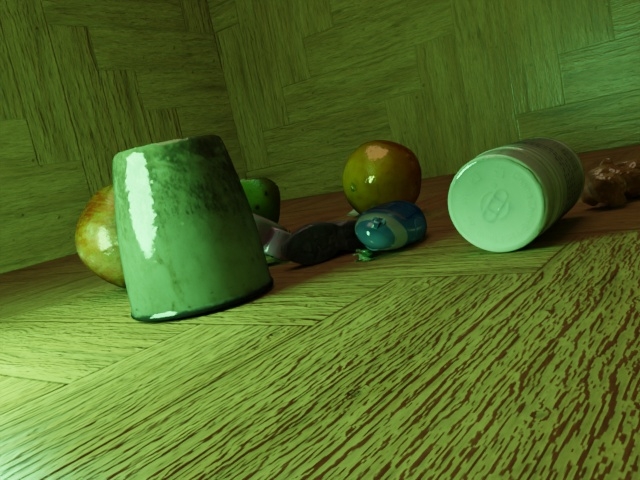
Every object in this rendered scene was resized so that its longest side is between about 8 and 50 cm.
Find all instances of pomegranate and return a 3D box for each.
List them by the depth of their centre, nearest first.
[{"bbox_3d":[-0.270,-0.069,1.975,0.310,0.215,0.358,-10,-22,14],"label":"pomegranate"}]

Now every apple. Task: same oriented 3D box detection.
[{"bbox_3d":[-0.487,-0.009,1.543,0.302,0.301,0.301,-12,8,2],"label":"apple"}]

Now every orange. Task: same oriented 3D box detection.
[{"bbox_3d":[0.193,-0.190,1.884,0.261,0.260,0.261,-12,8,2],"label":"orange"}]

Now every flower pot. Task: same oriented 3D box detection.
[{"bbox_3d":[-0.275,-0.032,1.190,0.294,0.329,0.293,-13,9,2],"label":"flower pot"}]

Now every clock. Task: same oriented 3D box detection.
[{"bbox_3d":[-0.203,-0.030,1.538,0.248,0.090,0.228,23,-6,-21],"label":"clock"}]

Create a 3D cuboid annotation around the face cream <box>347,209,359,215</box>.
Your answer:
[{"bbox_3d":[0.189,-0.132,2.238,0.092,0.058,0.244,-2,17,27],"label":"face cream"}]

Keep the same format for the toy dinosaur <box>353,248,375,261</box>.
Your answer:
[{"bbox_3d":[0.108,0.029,1.306,0.083,0.021,0.062,-20,18,-26],"label":"toy dinosaur"}]

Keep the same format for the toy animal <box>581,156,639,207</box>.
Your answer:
[{"bbox_3d":[0.693,-0.131,1.323,0.184,0.104,0.185,4,12,40],"label":"toy animal"}]

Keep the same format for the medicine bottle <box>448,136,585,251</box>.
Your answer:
[{"bbox_3d":[0.400,-0.101,1.184,0.190,0.189,0.332,-6,9,36],"label":"medicine bottle"}]

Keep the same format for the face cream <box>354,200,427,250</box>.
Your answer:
[{"bbox_3d":[0.164,-0.033,1.381,0.149,0.083,0.264,18,19,21],"label":"face cream"}]

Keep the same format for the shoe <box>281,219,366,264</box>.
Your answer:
[{"bbox_3d":[0.000,0.000,1.443,0.245,0.095,0.138,-12,3,-31],"label":"shoe"}]
